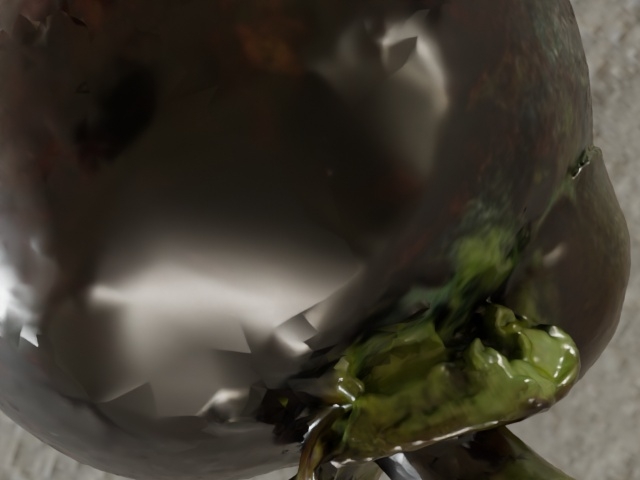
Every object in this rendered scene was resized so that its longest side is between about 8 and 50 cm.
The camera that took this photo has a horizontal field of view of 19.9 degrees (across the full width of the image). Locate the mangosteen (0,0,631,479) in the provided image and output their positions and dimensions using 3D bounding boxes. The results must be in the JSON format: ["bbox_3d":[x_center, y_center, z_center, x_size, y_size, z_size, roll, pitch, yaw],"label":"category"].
[{"bbox_3d":[0.000,0.000,0.564,0.231,0.231,0.289,-46,60,12],"label":"mangosteen"}]
